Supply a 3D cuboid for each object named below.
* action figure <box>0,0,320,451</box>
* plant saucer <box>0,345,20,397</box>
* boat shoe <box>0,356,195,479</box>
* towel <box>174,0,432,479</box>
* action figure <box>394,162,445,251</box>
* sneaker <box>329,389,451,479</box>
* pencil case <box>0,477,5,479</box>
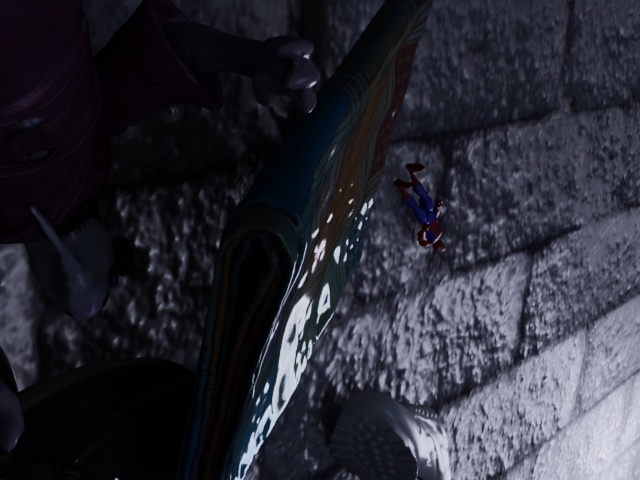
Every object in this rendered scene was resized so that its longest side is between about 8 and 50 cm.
[{"bbox_3d":[-0.171,-0.080,0.461,0.248,0.276,0.370,-44,156,-27],"label":"action figure"},{"bbox_3d":[-0.255,0.121,0.524,0.199,0.036,0.198,-27,125,-46],"label":"plant saucer"},{"bbox_3d":[-0.172,0.193,0.523,0.355,0.130,0.132,-38,133,-39],"label":"boat shoe"},{"bbox_3d":[0.000,0.000,0.651,0.370,0.040,0.271,-60,168,-54],"label":"towel"},{"bbox_3d":[0.104,-0.026,0.960,0.038,0.030,0.115,-59,145,-26],"label":"action figure"},{"bbox_3d":[0.078,0.199,0.989,0.094,0.090,0.235,-68,151,-28],"label":"sneaker"},{"bbox_3d":[-0.252,0.157,0.361,0.284,0.124,0.124,-5,114,-10],"label":"pencil case"}]
